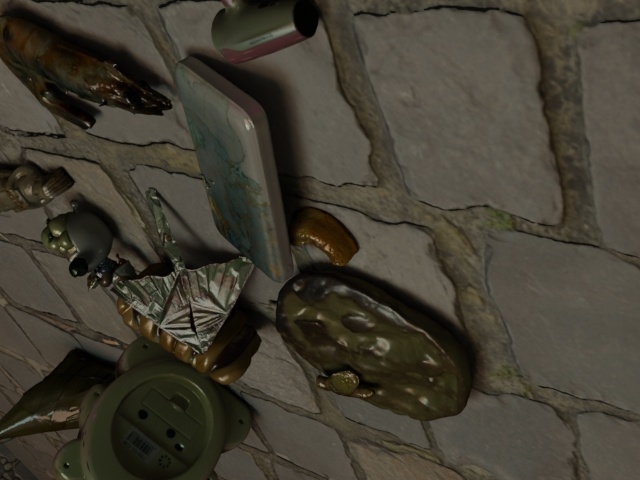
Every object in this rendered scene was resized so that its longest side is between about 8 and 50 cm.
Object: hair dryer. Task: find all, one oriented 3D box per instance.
[{"bbox_3d":[-0.078,-0.240,0.809,0.106,0.054,0.154,-7,125,43],"label":"hair dryer"}]

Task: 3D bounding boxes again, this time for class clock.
[{"bbox_3d":[-0.304,0.356,1.594,0.284,0.309,0.114,40,147,-6],"label":"clock"}]

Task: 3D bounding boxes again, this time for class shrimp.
[{"bbox_3d":[-0.295,-0.185,1.100,0.296,0.058,0.169,28,156,21],"label":"shrimp"}]

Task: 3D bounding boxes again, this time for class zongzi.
[{"bbox_3d":[-0.528,0.371,1.859,0.260,0.289,0.123,13,130,35],"label":"zongzi"}]

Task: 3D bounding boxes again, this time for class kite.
[{"bbox_3d":[-0.197,0.045,1.254,0.229,0.012,0.250,-14,101,13],"label":"kite"}]

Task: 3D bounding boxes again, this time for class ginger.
[{"bbox_3d":[0.029,0.201,1.226,0.097,0.030,0.048,8,143,35],"label":"ginger"}]

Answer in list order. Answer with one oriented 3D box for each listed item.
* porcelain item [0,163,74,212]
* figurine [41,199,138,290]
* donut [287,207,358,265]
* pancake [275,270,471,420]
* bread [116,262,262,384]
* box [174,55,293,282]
[{"bbox_3d":[-0.468,-0.081,1.408,0.213,0.054,0.084,-1,135,44],"label":"porcelain item"},{"bbox_3d":[-0.355,0.031,1.393,0.197,0.093,0.147,58,-171,-12],"label":"figurine"},{"bbox_3d":[0.000,0.000,1.066,0.083,0.038,0.067,48,145,-16],"label":"donut"},{"bbox_3d":[0.068,0.144,1.185,0.294,0.049,0.294,24,147,17],"label":"pancake"},{"bbox_3d":[-0.191,0.120,1.341,0.225,0.134,0.081,29,123,9],"label":"bread"},{"bbox_3d":[-0.095,-0.074,1.027,0.142,0.044,0.285,37,152,32],"label":"box"}]
